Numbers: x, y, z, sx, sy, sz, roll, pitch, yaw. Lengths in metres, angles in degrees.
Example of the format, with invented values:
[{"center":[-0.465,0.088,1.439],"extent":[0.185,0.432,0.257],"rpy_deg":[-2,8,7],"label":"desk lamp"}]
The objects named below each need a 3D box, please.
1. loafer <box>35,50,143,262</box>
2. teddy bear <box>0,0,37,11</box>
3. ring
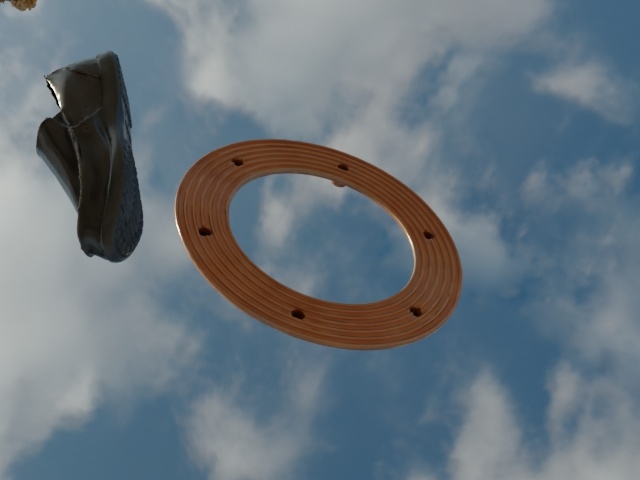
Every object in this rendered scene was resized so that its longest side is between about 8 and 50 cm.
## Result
[{"center":[-0.197,-0.068,0.819],"extent":[0.078,0.080,0.220],"rpy_deg":[-9,-130,-5],"label":"loafer"},{"center":[-0.486,-0.383,1.221],"extent":[0.113,0.245,0.338],"rpy_deg":[-29,-114,-29],"label":"teddy bear"},{"center":[0.000,0.000,1.094],"extent":[0.337,0.032,0.336],"rpy_deg":[13,-141,-11],"label":"ring"}]
